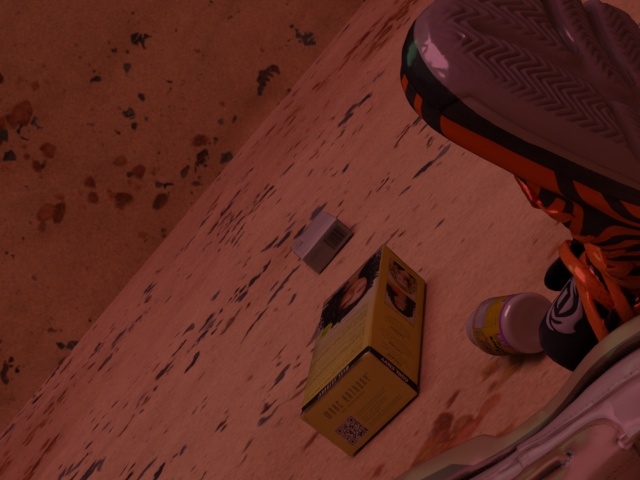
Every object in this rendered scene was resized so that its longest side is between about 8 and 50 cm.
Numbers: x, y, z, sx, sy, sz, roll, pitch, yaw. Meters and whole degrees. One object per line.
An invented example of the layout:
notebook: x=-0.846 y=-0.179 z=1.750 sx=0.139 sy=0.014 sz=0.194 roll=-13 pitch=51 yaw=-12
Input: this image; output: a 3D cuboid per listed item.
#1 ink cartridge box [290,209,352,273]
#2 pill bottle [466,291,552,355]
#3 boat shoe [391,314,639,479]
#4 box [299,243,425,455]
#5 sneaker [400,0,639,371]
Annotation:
ink cartridge box: x=0.000 y=0.000 z=2.015 sx=0.063 sy=0.029 sz=0.115 roll=-50 pitch=10 yaw=0
pill bottle: x=0.135 y=0.061 z=1.241 sx=0.043 sy=0.043 sz=0.083 roll=-52 pitch=11 yaw=-16
boat shoe: x=0.148 y=0.126 z=0.850 sx=0.302 sy=0.113 sz=0.103 roll=-39 pitch=35 yaw=33
box: x=0.040 y=0.089 z=1.483 sx=0.087 sy=0.058 sz=0.232 roll=-46 pitch=12 yaw=18
sneaker: x=0.142 y=-0.003 z=0.848 sx=0.180 sy=0.321 sz=0.124 roll=-49 pitch=38 yaw=34
